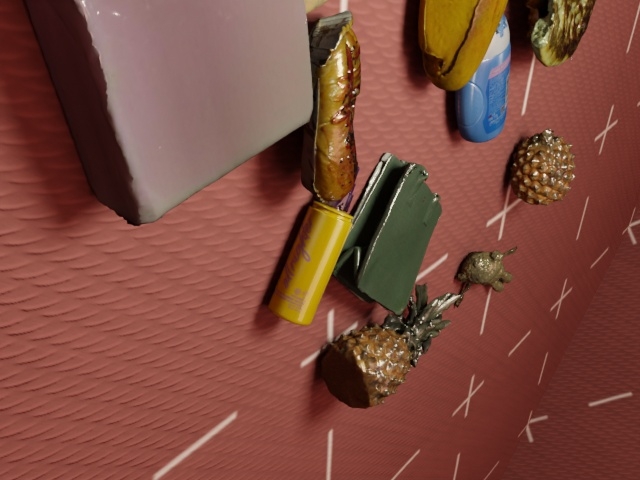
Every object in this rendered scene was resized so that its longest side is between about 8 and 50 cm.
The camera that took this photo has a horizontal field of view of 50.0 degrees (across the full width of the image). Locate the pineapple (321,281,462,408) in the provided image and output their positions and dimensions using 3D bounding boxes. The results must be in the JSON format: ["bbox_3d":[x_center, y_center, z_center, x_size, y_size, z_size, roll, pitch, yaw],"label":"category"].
[{"bbox_3d":[0.159,0.213,1.420,0.364,0.165,0.166,-25,131,-47],"label":"pineapple"}]

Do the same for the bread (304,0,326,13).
[{"bbox_3d":[0.012,-0.360,0.908,0.214,0.053,0.073,-44,139,-27],"label":"bread"}]

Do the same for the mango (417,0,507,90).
[{"bbox_3d":[0.235,-0.375,1.143,0.167,0.130,0.262,-27,139,-50],"label":"mango"}]

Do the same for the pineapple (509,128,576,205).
[{"bbox_3d":[0.547,-0.188,1.683,0.166,0.166,0.193,-39,138,-33],"label":"pineapple"}]

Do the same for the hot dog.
[{"bbox_3d":[0.018,-0.185,0.972,0.163,0.081,0.270,-83,176,-56],"label":"hot dog"}]

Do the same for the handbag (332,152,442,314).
[{"bbox_3d":[0.138,-0.007,1.305,0.260,0.079,0.247,-62,149,-7],"label":"handbag"}]

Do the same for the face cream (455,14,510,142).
[{"bbox_3d":[0.315,-0.321,1.329,0.149,0.083,0.264,-43,142,-31],"label":"face cream"}]

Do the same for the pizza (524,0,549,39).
[{"bbox_3d":[0.465,-0.483,1.457,0.178,0.041,0.131,-49,149,-39],"label":"pizza"}]

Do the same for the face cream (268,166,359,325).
[{"bbox_3d":[0.000,0.000,1.114,0.078,0.078,0.273,14,100,-57],"label":"face cream"}]

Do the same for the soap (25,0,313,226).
[{"bbox_3d":[-0.140,-0.204,0.753,0.296,0.107,0.285,-37,139,-34],"label":"soap"}]

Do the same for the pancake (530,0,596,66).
[{"bbox_3d":[0.517,-0.516,1.436,0.427,0.066,0.305,-58,148,-26],"label":"pancake"}]

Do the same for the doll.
[{"bbox_3d":[0.448,0.079,1.792,0.285,0.091,0.203,-5,150,-41],"label":"doll"}]
